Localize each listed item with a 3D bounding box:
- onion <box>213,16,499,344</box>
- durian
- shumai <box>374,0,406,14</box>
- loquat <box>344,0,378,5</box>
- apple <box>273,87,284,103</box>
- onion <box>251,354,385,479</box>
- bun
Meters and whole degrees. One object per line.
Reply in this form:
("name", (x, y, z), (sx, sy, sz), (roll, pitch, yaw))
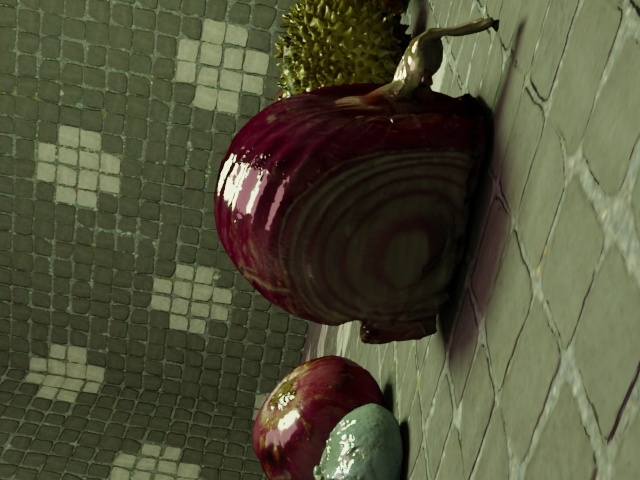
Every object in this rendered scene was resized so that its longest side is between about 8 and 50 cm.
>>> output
("onion", (0.021, -0.045, 0.808), (0.256, 0.231, 0.272), (142, 130, -88))
("durian", (0.039, -0.266, 1.435), (0.292, 0.258, 0.258), (85, -169, -57))
("shumai", (0.100, -0.523, 1.723), (0.166, 0.206, 0.175), (130, 130, -74))
("loquat", (0.022, -0.543, 1.484), (0.360, 0.328, 0.328), (-36, 3, 0))
("apple", (0.001, -0.236, 1.995), (0.306, 0.235, 0.305), (-170, 90, -90))
("onion", (0.002, 0.225, 1.052), (0.177, 0.153, 0.177), (-54, -6, -9))
("bun", (0.037, 0.238, 0.900), (0.141, 0.083, 0.140), (-169, 90, -85))
